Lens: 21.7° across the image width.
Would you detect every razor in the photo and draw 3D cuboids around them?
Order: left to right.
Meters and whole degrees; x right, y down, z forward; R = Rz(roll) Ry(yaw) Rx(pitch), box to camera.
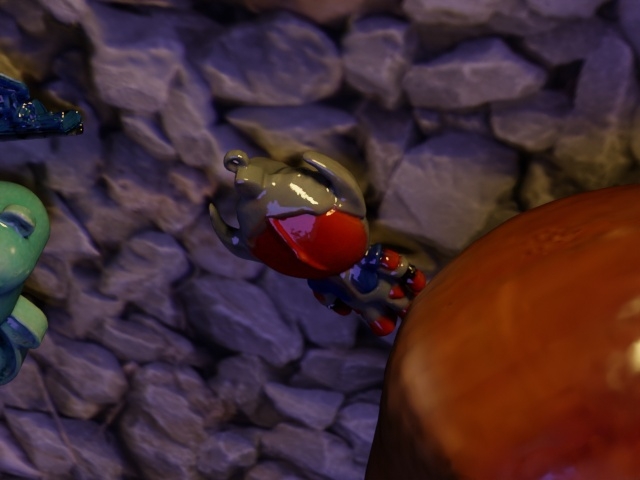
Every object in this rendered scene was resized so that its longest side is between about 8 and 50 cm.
[{"bbox_3d":[-0.265,-0.100,1.021,0.093,0.324,0.056,-4,86,21],"label":"razor"}]

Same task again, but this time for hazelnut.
[{"bbox_3d":[0.206,0.128,1.037,0.372,0.315,0.372,-6,118,-10],"label":"hazelnut"}]

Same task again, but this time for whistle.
[{"bbox_3d":[-0.287,0.040,1.254,0.186,0.093,0.274,38,135,-18],"label":"whistle"}]

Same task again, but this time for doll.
[{"bbox_3d":[0.001,-0.001,1.145,0.104,0.062,0.194,-8,139,46],"label":"doll"}]
